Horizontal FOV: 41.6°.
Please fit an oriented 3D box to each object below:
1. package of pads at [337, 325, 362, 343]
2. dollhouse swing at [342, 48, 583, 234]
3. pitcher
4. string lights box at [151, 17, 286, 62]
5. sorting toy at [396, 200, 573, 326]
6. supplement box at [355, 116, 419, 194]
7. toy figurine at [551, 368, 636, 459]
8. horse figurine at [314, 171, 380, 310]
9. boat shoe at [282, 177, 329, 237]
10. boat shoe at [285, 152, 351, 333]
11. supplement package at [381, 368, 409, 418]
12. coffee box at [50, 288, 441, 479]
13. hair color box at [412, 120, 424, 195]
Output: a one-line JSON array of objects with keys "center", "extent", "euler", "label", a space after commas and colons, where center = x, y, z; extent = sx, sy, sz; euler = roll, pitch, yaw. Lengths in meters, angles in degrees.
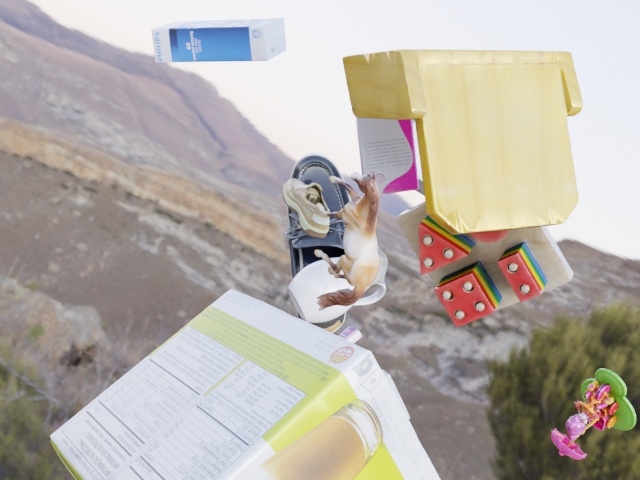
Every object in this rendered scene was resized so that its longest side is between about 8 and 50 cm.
[{"center": [0.070, 0.277, 2.346], "extent": [0.050, 0.083, 0.032], "euler": [15, -43, 58], "label": "package of pads"}, {"center": [0.255, -0.186, 1.519], "extent": [0.346, 0.305, 0.315], "euler": [-6, 10, -24], "label": "dollhouse swing"}, {"center": [0.045, 0.107, 1.811], "extent": [0.125, 0.207, 0.178], "euler": [53, -14, 43], "label": "pitcher"}, {"center": [-0.218, -0.434, 1.832], "extent": [0.259, 0.077, 0.133], "euler": [3, 23, 16], "label": "string lights box"}, {"center": [0.299, 0.023, 1.607], "extent": [0.256, 0.257, 0.089], "euler": [58, 34, -6], "label": "sorting toy"}, {"center": [0.132, -0.212, 1.729], "extent": [0.111, 0.220, 0.114], "euler": [-7, 13, 1], "label": "supplement box"}, {"center": [0.534, 0.363, 1.693], "extent": [0.130, 0.159, 0.173], "euler": [34, -31, 36], "label": "toy figurine"}, {"center": [0.050, 0.002, 1.434], "extent": [0.066, 0.263, 0.174], "euler": [-6, 16, -32], "label": "horse figurine"}, {"center": [-0.019, -0.081, 1.640], "extent": [0.068, 0.072, 0.190], "euler": [6, 29, -29], "label": "boat shoe"}, {"center": [0.000, 0.000, 2.266], "extent": [0.186, 0.501, 0.156], "euler": [-1, -12, 0], "label": "boat shoe"}, {"center": [0.028, 0.333, 1.689], "extent": [0.203, 0.194, 0.149], "euler": [27, -29, 47], "label": "supplement package"}, {"center": [-0.085, 0.321, 1.106], "extent": [0.338, 0.334, 0.338], "euler": [17, -39, 54], "label": "coffee box"}, {"center": [0.358, -0.201, 2.346], "extent": [0.374, 0.185, 0.113], "euler": [28, -11, -24], "label": "hair color box"}]
